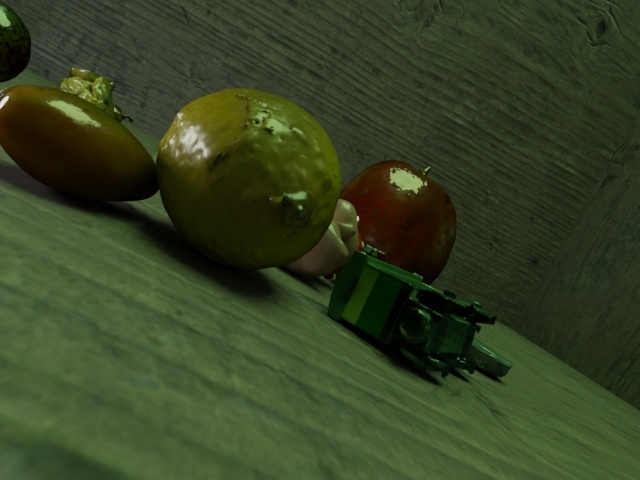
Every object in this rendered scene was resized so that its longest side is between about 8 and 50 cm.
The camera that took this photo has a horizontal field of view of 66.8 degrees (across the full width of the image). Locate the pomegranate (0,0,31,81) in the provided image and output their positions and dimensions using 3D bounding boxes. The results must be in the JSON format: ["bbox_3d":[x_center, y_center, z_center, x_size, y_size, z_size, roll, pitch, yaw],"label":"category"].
[{"bbox_3d":[-0.813,-0.461,1.163,0.214,0.214,0.248,27,-33,-17],"label":"pomegranate"}]

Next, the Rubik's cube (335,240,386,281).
[{"bbox_3d":[0.092,0.062,1.088,0.111,0.133,0.133,3,0,10],"label":"Rubik's cube"}]

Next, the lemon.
[{"bbox_3d":[-0.098,-0.082,0.677,0.253,0.253,0.310,26,11,-35],"label":"lemon"}]

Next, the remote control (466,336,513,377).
[{"bbox_3d":[0.305,0.216,1.047,0.104,0.052,0.247,28,3,-29],"label":"remote control"}]

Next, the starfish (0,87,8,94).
[{"bbox_3d":[-0.649,-0.297,0.987,0.138,0.050,0.247,28,7,-33],"label":"starfish"}]

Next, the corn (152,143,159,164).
[{"bbox_3d":[-0.382,-0.209,1.335,0.123,0.122,0.305,58,-9,-29],"label":"corn"}]

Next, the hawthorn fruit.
[{"bbox_3d":[0.216,-0.051,1.422,0.402,0.403,0.403,28,4,-2],"label":"hawthorn fruit"}]

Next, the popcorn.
[{"bbox_3d":[-0.603,-0.347,1.287,0.195,0.173,0.168,113,-45,-69],"label":"popcorn"}]

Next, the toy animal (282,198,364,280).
[{"bbox_3d":[0.000,0.000,0.955,0.171,0.171,0.197,30,11,13],"label":"toy animal"}]

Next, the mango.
[{"bbox_3d":[-0.290,-0.106,0.622,0.138,0.113,0.253,26,-4,21],"label":"mango"}]

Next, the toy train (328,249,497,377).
[{"bbox_3d":[0.155,0.120,0.776,0.202,0.120,0.301,27,3,32],"label":"toy train"}]
